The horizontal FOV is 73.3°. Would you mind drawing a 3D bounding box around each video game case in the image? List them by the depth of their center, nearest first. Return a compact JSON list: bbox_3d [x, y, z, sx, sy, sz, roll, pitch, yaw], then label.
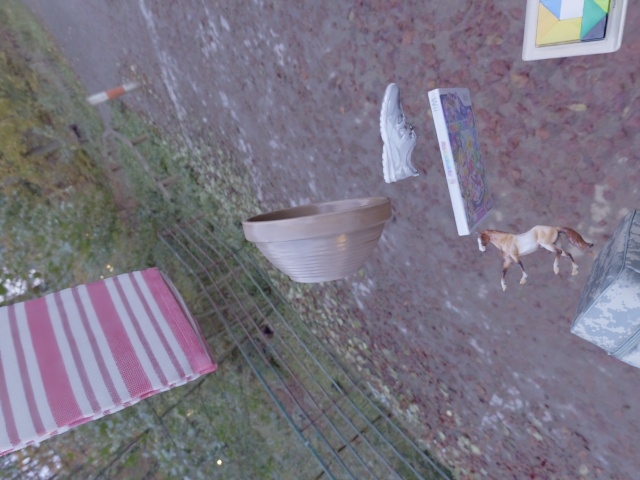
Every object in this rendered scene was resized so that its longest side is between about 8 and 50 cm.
[{"bbox_3d":[0.129,-0.075,0.387,0.011,0.087,0.122,-9,102,37],"label":"video game case"}]

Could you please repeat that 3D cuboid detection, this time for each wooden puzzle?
[{"bbox_3d":[0.636,-0.584,1.088,0.238,0.044,0.221,14,112,44],"label":"wooden puzzle"}]

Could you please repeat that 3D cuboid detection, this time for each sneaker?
[{"bbox_3d":[0.233,-0.314,1.257,0.105,0.115,0.282,-75,-21,-66],"label":"sneaker"}]

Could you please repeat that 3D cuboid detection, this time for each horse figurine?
[{"bbox_3d":[0.557,0.024,1.129,0.066,0.263,0.175,36,-137,-48],"label":"horse figurine"}]

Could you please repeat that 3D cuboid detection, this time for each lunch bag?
[{"bbox_3d":[0.685,0.119,0.854,0.255,0.305,0.213,28,135,24],"label":"lunch bag"}]

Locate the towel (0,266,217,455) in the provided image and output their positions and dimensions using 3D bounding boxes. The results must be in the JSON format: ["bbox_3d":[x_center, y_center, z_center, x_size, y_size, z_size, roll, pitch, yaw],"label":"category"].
[{"bbox_3d":[-0.210,0.099,0.381,0.144,0.196,0.029,45,137,37],"label":"towel"}]

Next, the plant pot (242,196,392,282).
[{"bbox_3d":[0.000,0.000,0.694,0.237,0.237,0.110,8,108,59],"label":"plant pot"}]
